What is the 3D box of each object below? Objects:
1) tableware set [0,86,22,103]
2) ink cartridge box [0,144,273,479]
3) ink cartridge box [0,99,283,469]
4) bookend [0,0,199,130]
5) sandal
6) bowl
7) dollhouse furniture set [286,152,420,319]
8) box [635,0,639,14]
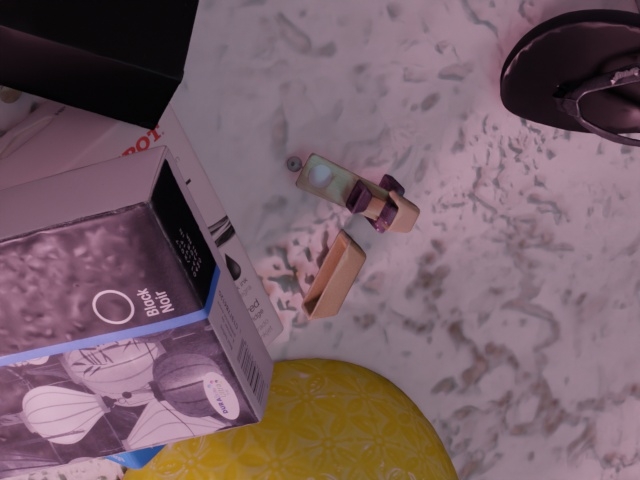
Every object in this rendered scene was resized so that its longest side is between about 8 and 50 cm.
[{"bbox_3d":[-0.240,-0.093,1.062,0.154,0.024,0.104,-45,124,-4],"label":"tableware set"},{"bbox_3d":[-0.210,0.064,1.015,0.332,0.065,0.165,-14,123,18],"label":"ink cartridge box"},{"bbox_3d":[-0.133,0.018,1.109,0.148,0.086,0.203,-44,126,-26],"label":"ink cartridge box"},{"bbox_3d":[-0.149,-0.167,1.029,0.157,0.072,0.156,15,65,-13],"label":"bookend"},{"bbox_3d":[0.245,-0.102,1.208,0.054,0.254,0.097,-63,154,-46],"label":"sandal"},{"bbox_3d":[0.001,0.246,1.253,0.289,0.156,0.289,-11,115,-25],"label":"bowl"},{"bbox_3d":[0.000,0.000,1.204,0.081,0.091,0.114,24,101,-18],"label":"dollhouse furniture set"},{"bbox_3d":[0.341,-0.278,1.237,0.262,0.127,0.231,-33,123,-13],"label":"box"}]
